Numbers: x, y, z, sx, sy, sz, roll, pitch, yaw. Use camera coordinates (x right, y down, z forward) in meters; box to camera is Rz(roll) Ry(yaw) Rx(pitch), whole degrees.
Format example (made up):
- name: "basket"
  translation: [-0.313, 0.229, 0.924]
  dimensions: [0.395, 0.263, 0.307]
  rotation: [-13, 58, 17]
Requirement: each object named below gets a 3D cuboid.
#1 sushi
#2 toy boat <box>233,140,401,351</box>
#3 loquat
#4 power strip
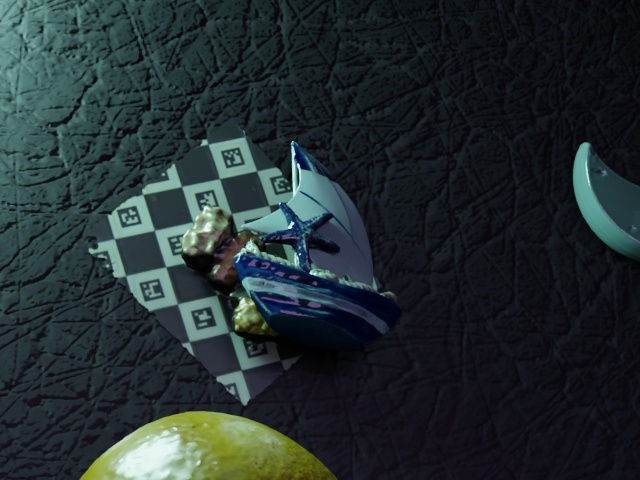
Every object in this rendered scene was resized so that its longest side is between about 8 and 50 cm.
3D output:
- name: "sushi"
  translation: [-0.099, 0.013, 1.782]
  dimensions: [0.264, 0.050, 0.290]
  rotation: [-40, 81, -26]
- name: "toy boat"
  translation: [-0.022, 0.004, 1.760]
  dimensions: [0.210, 0.070, 0.291]
  rotation: [-1, 58, -40]
- name: "loquat"
  translation: [-0.122, 0.329, 1.472]
  dimensions: [0.328, 0.359, 0.328]
  rotation: [-4, 69, 11]
- name: "power strip"
  translation: [0.458, -0.047, 1.954]
  dimensions: [0.253, 0.054, 0.167]
  rotation: [5, 68, -12]
